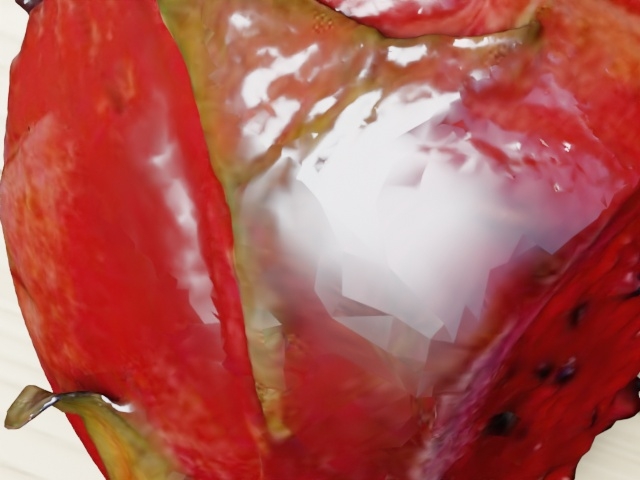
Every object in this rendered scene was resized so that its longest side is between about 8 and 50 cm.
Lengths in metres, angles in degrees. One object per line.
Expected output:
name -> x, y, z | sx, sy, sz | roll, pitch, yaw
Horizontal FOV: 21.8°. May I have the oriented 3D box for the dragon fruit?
dragon fruit -> 0.000, 0.000, 0.571 | 0.282, 0.100, 0.343 | 34, 114, 1
